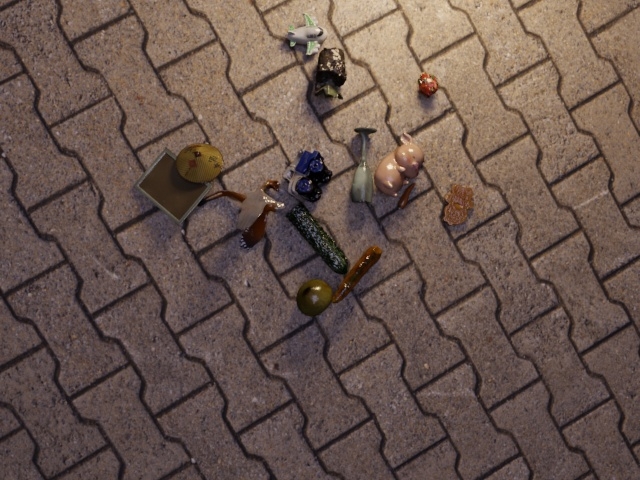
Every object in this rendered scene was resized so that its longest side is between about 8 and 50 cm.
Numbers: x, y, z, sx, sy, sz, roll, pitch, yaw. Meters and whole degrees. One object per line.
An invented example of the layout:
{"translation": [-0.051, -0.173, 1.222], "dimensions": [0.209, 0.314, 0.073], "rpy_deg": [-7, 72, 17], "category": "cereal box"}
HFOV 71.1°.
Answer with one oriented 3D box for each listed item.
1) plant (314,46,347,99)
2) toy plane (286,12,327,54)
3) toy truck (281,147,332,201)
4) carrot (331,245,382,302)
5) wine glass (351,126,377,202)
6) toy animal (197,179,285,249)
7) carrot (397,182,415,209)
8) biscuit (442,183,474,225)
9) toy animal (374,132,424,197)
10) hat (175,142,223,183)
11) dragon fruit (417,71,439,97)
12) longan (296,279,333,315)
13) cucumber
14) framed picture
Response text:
{"translation": [0.041, -0.683, 1.850], "dimensions": [0.143, 0.131, 0.202], "rpy_deg": [-3, 93, -8], "category": "plant"}
{"translation": [-0.056, -0.857, 1.865], "dimensions": [0.174, 0.080, 0.173], "rpy_deg": [0, 91, -7], "category": "toy plane"}
{"translation": [-0.065, -0.272, 1.854], "dimensions": [0.177, 0.161, 0.213], "rpy_deg": [29, 89, 15], "category": "toy truck"}
{"translation": [0.149, 0.148, 1.883], "dimensions": [0.066, 0.066, 0.314], "rpy_deg": [43, 74, -4], "category": "carrot"}
{"translation": [0.100, -0.318, 1.910], "dimensions": [0.265, 0.096, 0.308], "rpy_deg": [4, 92, 15], "category": "wine glass"}
{"translation": [-0.309, -0.157, 1.862], "dimensions": [0.284, 0.225, 0.302], "rpy_deg": [42, 74, 16], "category": "toy animal"}
{"translation": [0.372, -0.193, 1.939], "dimensions": [0.035, 0.035, 0.142], "rpy_deg": [29, 84, -5], "category": "carrot"}
{"translation": [0.605, -0.153, 1.961], "dimensions": [0.134, 0.027, 0.183], "rpy_deg": [3, 93, -6], "category": "biscuit"}
{"translation": [0.329, -0.302, 1.875], "dimensions": [0.250, 0.166, 0.154], "rpy_deg": [-45, 54, -7], "category": "toy animal"}
{"translation": [-0.491, -0.332, 1.806], "dimensions": [0.193, 0.082, 0.192], "rpy_deg": [3, 67, -7], "category": "hat"}
{"translation": [0.456, -0.670, 1.911], "dimensions": [0.086, 0.081, 0.116], "rpy_deg": [-32, 70, -2], "category": "dragon fruit"}
{"translation": [-0.020, 0.244, 1.868], "dimensions": [0.155, 0.145, 0.176], "rpy_deg": [-21, 134, 15], "category": "longan"}
{"translation": [0.000, 0.000, 1.881], "dimensions": [0.096, 0.096, 0.359], "rpy_deg": [-41, 95, -3], "category": "cucumber"}
{"translation": [-0.605, -0.223, 1.836], "dimensions": [0.274, 0.017, 0.217], "rpy_deg": [41, 88, 9], "category": "framed picture"}
